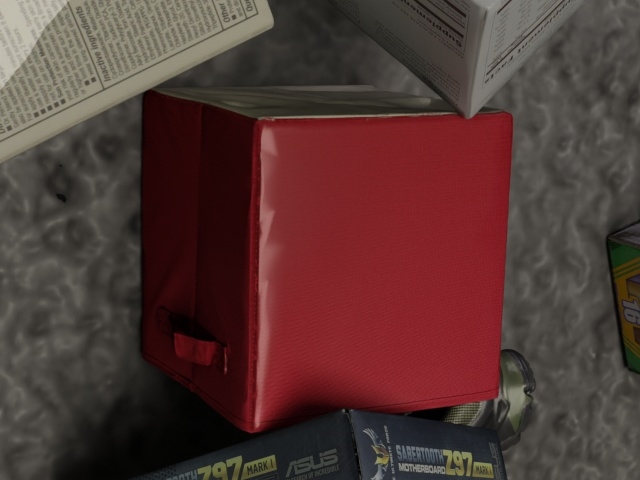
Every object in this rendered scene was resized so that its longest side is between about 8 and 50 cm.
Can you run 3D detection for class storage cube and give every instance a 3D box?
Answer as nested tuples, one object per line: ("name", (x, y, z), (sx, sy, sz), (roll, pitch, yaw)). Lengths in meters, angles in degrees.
("storage cube", (0.000, 0.000, 0.939), (0.215, 0.183, 0.193), (-5, 103, -28))

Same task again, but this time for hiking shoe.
("hiking shoe", (0.084, 0.185, 1.104), (0.114, 0.086, 0.227), (16, 89, -18))

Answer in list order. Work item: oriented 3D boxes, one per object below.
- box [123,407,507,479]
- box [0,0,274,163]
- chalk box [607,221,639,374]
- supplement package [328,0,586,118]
("box", (-0.019, 0.171, 0.924), (0.183, 0.232, 0.059), (15, 58, -53))
("box", (-0.201, -0.130, 0.827), (0.311, 0.121, 0.148), (-28, 115, -21))
("chalk box", (0.358, 0.054, 1.137), (0.132, 0.213, 0.132), (-22, 112, -23))
("supplement package", (0.065, -0.248, 0.855), (0.262, 0.145, 0.204), (42, 77, 15))
